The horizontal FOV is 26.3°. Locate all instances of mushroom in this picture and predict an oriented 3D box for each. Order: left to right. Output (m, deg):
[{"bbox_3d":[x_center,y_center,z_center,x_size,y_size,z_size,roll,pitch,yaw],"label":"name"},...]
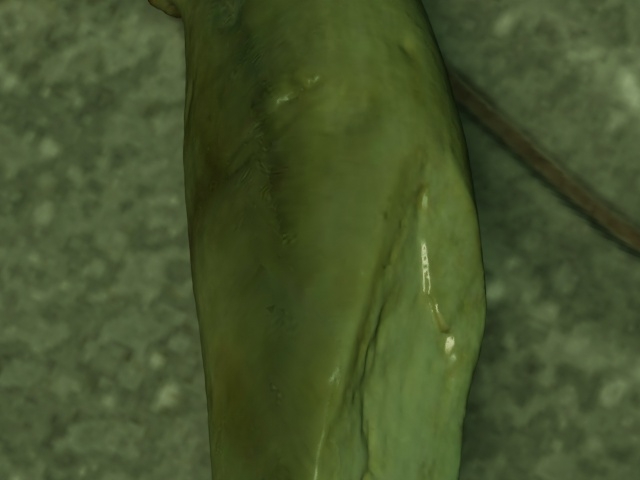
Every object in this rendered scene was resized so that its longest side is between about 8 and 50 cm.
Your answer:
[{"bbox_3d":[0.003,-0.002,0.468,0.107,0.087,0.333,-29,54,28],"label":"mushroom"}]
